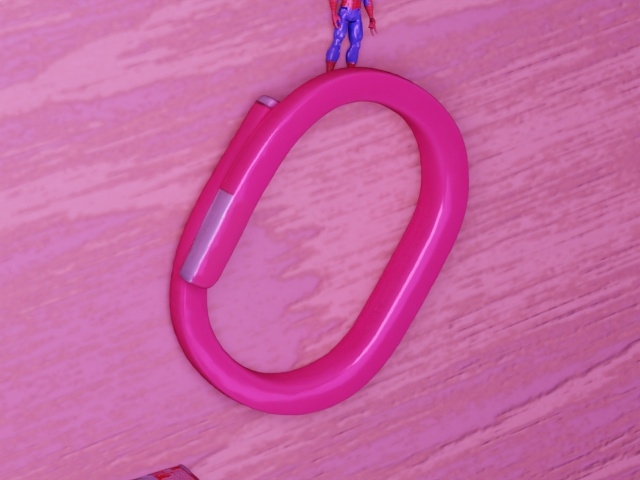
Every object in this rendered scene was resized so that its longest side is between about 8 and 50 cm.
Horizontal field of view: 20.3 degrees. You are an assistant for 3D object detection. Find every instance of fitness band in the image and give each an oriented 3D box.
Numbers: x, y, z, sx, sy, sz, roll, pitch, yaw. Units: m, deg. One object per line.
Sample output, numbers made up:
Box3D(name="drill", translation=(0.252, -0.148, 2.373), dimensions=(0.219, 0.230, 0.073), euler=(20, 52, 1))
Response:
Box3D(name="fitness band", translation=(0.000, 0.000, 1.426), dimensions=(0.209, 0.054, 0.291), euler=(29, 91, -32))

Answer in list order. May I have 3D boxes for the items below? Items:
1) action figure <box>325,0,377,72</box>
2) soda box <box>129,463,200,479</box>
Box3D(name="action figure", translation=(0.024, -0.176, 1.424), dimensions=(0.038, 0.030, 0.115), euler=(2, 97, -21))
Box3D(name="soda box", translation=(-0.205, 0.256, 1.366), dimensions=(0.263, 0.083, 0.092), euler=(-13, 105, -22))
